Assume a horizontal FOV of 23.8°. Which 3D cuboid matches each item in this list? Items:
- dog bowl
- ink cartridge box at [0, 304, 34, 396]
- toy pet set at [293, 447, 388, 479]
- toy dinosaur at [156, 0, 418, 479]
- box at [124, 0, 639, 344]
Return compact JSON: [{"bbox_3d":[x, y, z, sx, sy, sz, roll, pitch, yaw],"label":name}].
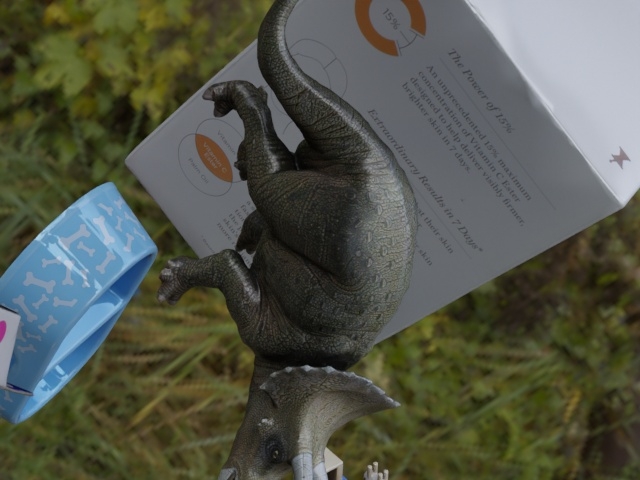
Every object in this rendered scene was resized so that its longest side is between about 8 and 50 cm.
[{"bbox_3d":[-0.241,0.068,1.391,0.074,0.297,0.166,42,49,4],"label":"dog bowl"},{"bbox_3d":[-0.321,0.030,1.012,0.176,0.069,0.371,21,-9,14],"label":"ink cartridge box"},{"bbox_3d":[0.010,0.267,1.525,0.122,0.065,0.114,-22,40,-31],"label":"toy pet set"},{"bbox_3d":[0.000,0.000,0.862,0.160,0.313,0.121,31,28,28],"label":"toy dinosaur"},{"bbox_3d":[0.060,-0.078,1.034,0.215,0.345,0.168,52,48,-4],"label":"box"}]
